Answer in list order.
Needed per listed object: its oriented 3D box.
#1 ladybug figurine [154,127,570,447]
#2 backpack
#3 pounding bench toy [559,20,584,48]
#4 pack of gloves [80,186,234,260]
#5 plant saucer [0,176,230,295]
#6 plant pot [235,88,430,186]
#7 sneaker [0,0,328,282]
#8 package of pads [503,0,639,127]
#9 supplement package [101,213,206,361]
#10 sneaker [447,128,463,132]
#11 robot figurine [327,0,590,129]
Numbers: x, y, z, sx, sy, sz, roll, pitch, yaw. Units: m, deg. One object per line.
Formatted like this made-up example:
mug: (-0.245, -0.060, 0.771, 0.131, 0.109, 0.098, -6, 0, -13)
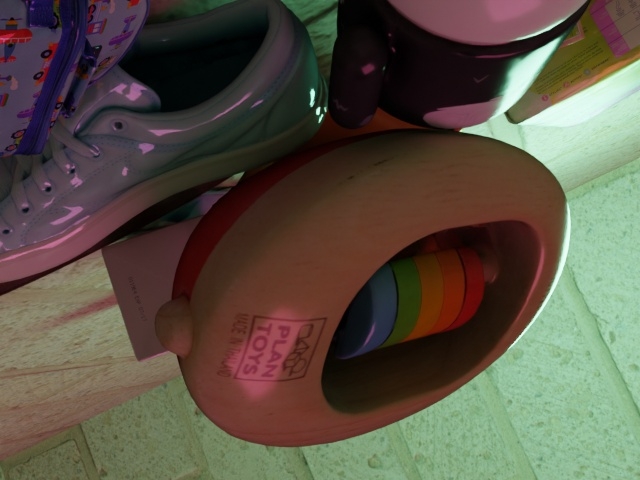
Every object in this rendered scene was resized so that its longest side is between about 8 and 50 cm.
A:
ladybug figurine: (0.045, 0.028, 0.712, 0.449, 0.162, 0.305, -3, 123, -43)
backpack: (-0.170, -0.121, 0.428, 0.173, 0.117, 0.158, -17, 160, -47)
pounding bench toy: (0.241, -0.253, 0.859, 0.052, 0.083, 0.065, -22, -159, 5)
pack of gloves: (-0.196, -0.010, 1.097, 0.195, 0.046, 0.232, -34, 165, 37)
plant saucer: (-0.219, -0.027, 0.802, 0.310, 0.050, 0.310, -28, -175, 3)
plant pot: (0.015, -0.021, 0.952, 0.290, 0.291, 0.203, -17, -177, -30)
sneaker: (-0.175, -0.093, 0.604, 0.365, 0.135, 0.150, -27, 153, -5)
package of pads: (0.386, -0.251, 1.021, 0.296, 0.101, 0.229, -32, 167, 34)
supplement package: (-0.176, 0.063, 0.995, 0.133, 0.139, 0.244, -19, 177, -9)
sneaker: (0.117, -0.133, 1.111, 0.208, 0.081, 0.094, -25, 164, -29)
robot figurine: (0.097, -0.186, 0.565, 0.173, 0.209, 0.278, 3, 168, -1)
